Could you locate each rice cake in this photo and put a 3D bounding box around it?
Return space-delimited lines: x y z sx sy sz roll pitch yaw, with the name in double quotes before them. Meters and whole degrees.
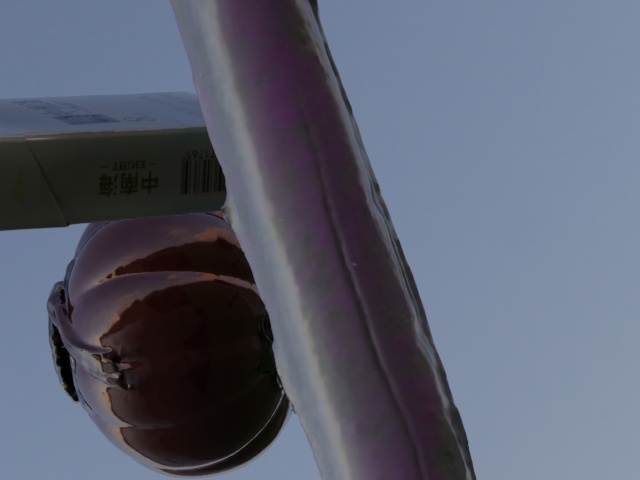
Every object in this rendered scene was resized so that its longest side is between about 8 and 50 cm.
"rice cake" 0.000 0.000 0.469 0.055 0.270 0.049 -19 -4 28

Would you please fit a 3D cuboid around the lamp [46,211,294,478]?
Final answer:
"lamp" -0.133 0.085 1.376 0.257 0.303 0.303 -9 -39 7

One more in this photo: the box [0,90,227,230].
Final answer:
"box" -0.163 -0.061 0.978 0.243 0.155 0.067 -6 -75 -34
